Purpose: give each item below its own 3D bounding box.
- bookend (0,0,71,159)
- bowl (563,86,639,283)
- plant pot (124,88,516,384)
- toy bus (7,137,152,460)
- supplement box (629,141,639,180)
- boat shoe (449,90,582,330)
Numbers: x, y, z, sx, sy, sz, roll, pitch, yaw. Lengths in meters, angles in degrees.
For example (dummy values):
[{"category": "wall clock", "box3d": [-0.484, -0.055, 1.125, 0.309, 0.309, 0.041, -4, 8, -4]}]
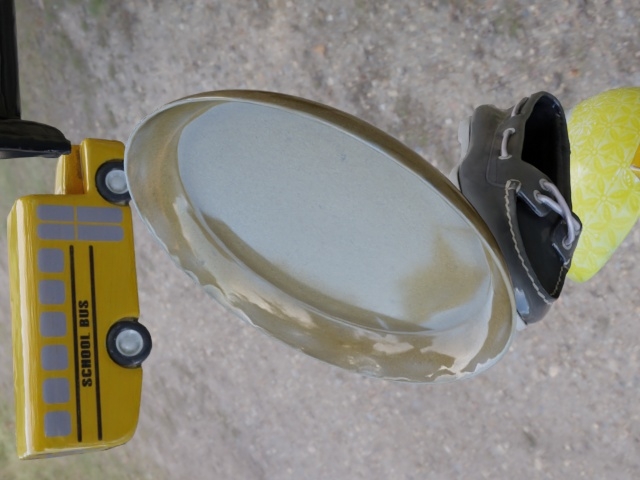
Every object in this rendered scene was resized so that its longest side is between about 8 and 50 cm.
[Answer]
[{"category": "bookend", "box3d": [-0.154, -0.104, 0.280, 0.072, 0.157, 0.156, -2, 92, 15]}, {"category": "bowl", "box3d": [0.359, -0.101, 1.235, 0.156, 0.289, 0.289, 29, 140, 6]}, {"category": "plant pot", "box3d": [0.000, 0.000, 0.503, 0.236, 0.032, 0.236, 22, 149, 14]}, {"category": "toy bus", "box3d": [-0.263, 0.059, 0.969, 0.108, 0.130, 0.333, -33, 61, 59]}, {"category": "supplement box", "box3d": [0.527, -0.179, 1.001, 0.195, 0.357, 0.194, 14, 165, 46]}, {"category": "boat shoe", "box3d": [0.177, -0.051, 0.770, 0.095, 0.335, 0.112, -28, 111, 20]}]
